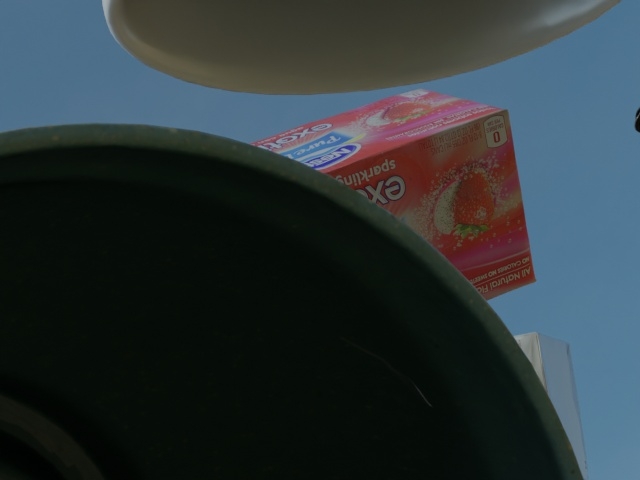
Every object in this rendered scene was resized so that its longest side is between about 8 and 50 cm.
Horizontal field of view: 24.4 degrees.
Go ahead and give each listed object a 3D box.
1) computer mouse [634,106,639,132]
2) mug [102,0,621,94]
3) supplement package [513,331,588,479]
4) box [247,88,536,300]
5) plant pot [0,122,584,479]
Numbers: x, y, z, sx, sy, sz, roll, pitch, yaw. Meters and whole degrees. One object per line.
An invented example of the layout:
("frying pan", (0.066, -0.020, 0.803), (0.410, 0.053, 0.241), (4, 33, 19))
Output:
("computer mouse", (0.467, -0.155, 1.706), (0.042, 0.193, 0.106), (-23, -53, -74))
("mug", (0.037, -0.270, 0.800), (0.276, 0.328, 0.374), (-16, -16, 31))
("supplement package", (0.148, 0.183, 1.494), (0.203, 0.149, 0.194), (-10, -10, 17))
("box", (0.000, 0.000, 1.155), (0.300, 0.142, 0.154), (-19, -70, -21))
("plant pot", (-0.092, 0.123, 0.424), (0.293, 0.196, 0.293), (2, -94, -31))
